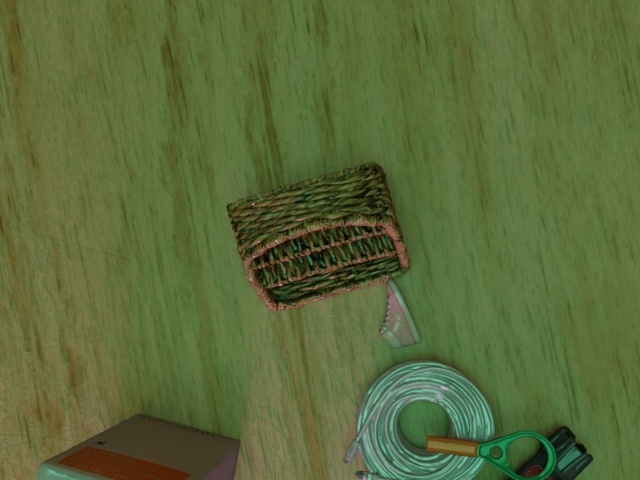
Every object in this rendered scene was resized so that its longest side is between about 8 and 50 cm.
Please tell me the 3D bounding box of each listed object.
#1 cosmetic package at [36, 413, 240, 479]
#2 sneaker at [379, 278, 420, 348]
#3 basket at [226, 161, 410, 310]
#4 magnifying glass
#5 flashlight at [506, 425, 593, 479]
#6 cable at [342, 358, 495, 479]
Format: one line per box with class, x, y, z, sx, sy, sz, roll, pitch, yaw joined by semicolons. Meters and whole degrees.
cosmetic package;-0.310;0.443;1.635;0.230;0.453;0.161;13;91;7
sneaker;0.136;0.145;1.778;0.070;0.051;0.134;-22;96;4
basket;0.000;0.000;1.720;0.299;0.213;0.223;-14;88;7
magnifying glass;0.307;0.381;1.680;0.231;0.026;0.092;6;82;6
flashlight;0.368;0.479;1.716;0.304;0.103;0.103;-44;69;8
cable;0.195;0.352;1.753;0.257;0.089;0.257;19;91;7
